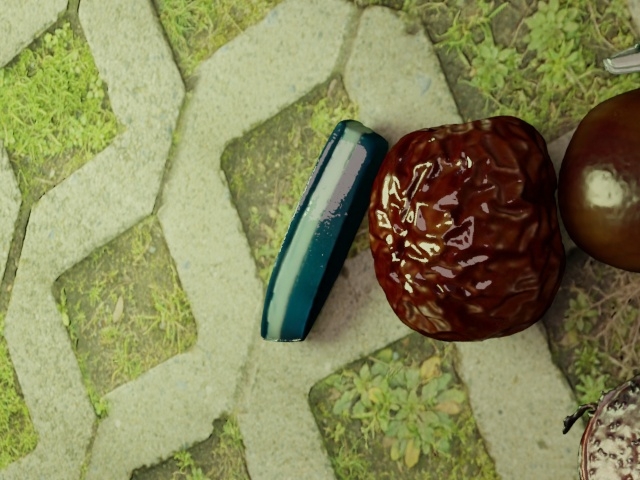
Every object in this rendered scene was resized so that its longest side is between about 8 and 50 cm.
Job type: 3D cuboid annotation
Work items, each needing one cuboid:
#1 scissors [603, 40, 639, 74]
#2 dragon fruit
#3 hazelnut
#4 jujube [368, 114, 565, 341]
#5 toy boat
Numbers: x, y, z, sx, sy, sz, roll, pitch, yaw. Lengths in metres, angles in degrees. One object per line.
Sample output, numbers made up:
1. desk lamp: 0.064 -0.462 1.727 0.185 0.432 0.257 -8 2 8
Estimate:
1. scissors: 0.398 -0.205 0.968 0.204 0.027 0.101 -13 84 24
2. dragon fruit: 0.385 0.245 0.949 0.224 0.148 0.218 -28 49 34
3. hazelnut: 0.335 -0.054 0.901 0.208 0.208 0.208 1 93 26
4. jujube: 0.155 -0.010 0.992 0.213 0.213 0.232 -5 100 26
5. toy boat: 0.000 0.000 1.139 0.062 0.096 0.299 26 106 14
